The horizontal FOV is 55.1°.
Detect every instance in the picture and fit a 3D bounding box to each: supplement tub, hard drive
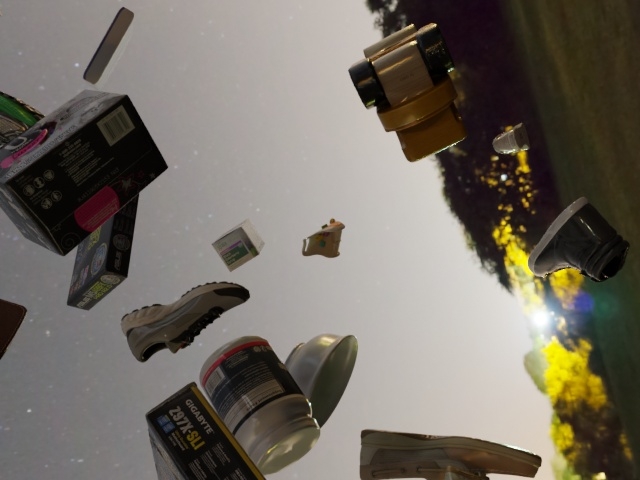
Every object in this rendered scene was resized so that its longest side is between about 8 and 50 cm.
[{"bbox_3d":[-0.140,0.370,1.399,0.272,0.191,0.191,50,-175,34],"label":"supplement tub"},{"bbox_3d":[-0.583,-0.520,1.700,0.040,0.210,0.319,29,180,-20],"label":"hard drive"}]

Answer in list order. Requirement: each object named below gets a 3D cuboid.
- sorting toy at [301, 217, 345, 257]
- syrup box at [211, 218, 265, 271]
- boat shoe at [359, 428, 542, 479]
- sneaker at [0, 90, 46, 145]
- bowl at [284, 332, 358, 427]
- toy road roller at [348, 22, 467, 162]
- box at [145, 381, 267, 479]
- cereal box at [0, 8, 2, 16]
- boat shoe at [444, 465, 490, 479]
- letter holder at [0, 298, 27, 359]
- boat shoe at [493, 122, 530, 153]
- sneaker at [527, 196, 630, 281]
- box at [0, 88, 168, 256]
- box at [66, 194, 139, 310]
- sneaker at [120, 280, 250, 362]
[{"bbox_3d":[0.000,0.000,1.133,0.045,0.075,0.083,53,152,31],"label":"sorting toy"},{"bbox_3d":[-0.225,0.009,1.718,0.096,0.093,0.237,57,-177,-8],"label":"syrup box"},{"bbox_3d":[0.239,0.426,1.160,0.122,0.341,0.110,38,-126,-58],"label":"boat shoe"},{"bbox_3d":[-0.667,-0.217,1.225,0.134,0.344,0.146,48,-124,-73],"label":"sneaker"},{"bbox_3d":[-0.022,0.376,1.711,0.298,0.134,0.297,-49,-29,-40],"label":"bowl"},{"bbox_3d":[0.198,-0.316,1.322,0.240,0.203,0.329,61,-165,-19],"label":"toy road roller"},{"bbox_3d":[-0.096,0.367,0.763,0.322,0.079,0.257,46,146,24],"label":"box"},{"bbox_3d":[-0.751,-0.472,1.216,0.240,0.173,0.047,-146,45,-73],"label":"cereal box"},{"bbox_3d":[0.274,0.422,1.062,0.135,0.050,0.045,22,-130,-20],"label":"boat shoe"},{"bbox_3d":[-0.642,0.227,1.006,0.301,0.215,0.152,-78,5,-56],"label":"letter holder"},{"bbox_3d":[0.452,-0.234,1.455,0.184,0.063,0.066,-34,-72,-58],"label":"boat shoe"},{"bbox_3d":[0.531,0.043,1.275,0.147,0.105,0.295,52,166,23],"label":"sneaker"},{"bbox_3d":[-0.419,-0.124,1.040,0.247,0.142,0.163,-49,-45,-29],"label":"box"},{"bbox_3d":[-0.540,0.012,1.530,0.060,0.216,0.270,23,-131,-35],"label":"box"},{"bbox_3d":[-0.266,0.165,1.253,0.100,0.272,0.108,66,-179,-65],"label":"sneaker"}]
